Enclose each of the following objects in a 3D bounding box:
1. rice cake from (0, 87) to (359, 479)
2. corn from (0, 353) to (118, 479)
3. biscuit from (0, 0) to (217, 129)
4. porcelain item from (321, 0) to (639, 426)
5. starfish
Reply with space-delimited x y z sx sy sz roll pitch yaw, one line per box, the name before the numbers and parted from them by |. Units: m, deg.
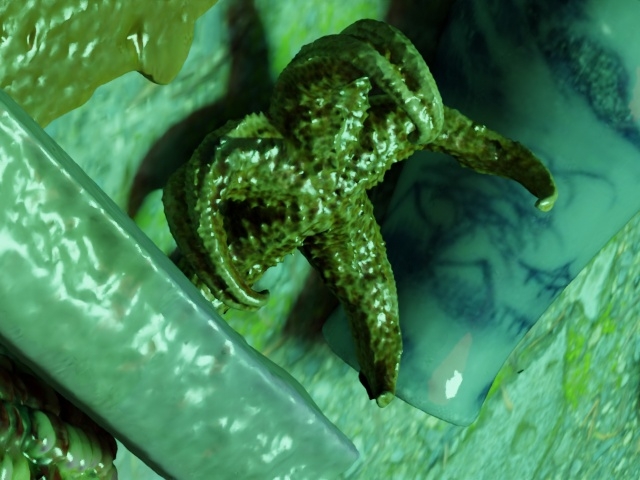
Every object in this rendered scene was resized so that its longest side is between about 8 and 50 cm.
rice cake | -0.093 0.006 0.561 0.064 0.070 0.399 -46 138 -4
corn | -0.159 0.057 0.549 0.092 0.092 0.280 -63 152 -3
biscuit | -0.074 -0.123 0.591 0.250 0.035 0.162 -50 149 -15
porcelain item | 0.101 -0.041 0.816 0.141 0.141 0.259 19 102 -58
starfish | -0.001 0.001 0.725 0.190 0.074 0.146 -43 132 3
